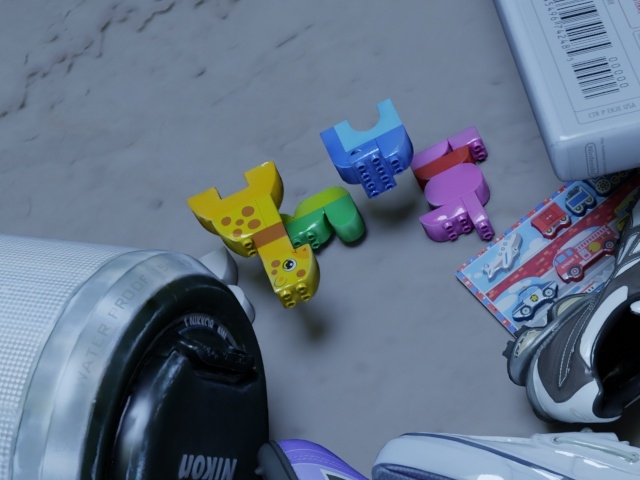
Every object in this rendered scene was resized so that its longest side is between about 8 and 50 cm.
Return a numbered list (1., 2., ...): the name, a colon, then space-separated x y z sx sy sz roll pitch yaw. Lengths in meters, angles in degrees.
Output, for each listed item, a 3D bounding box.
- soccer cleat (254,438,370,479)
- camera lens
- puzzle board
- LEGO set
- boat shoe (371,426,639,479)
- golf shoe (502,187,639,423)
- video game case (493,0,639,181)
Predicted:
1. soccer cleat: 0.084 0.203 0.868 0.116 0.109 0.318 -35 56 -11
2. camera lens: -0.181 0.105 0.952 0.274 0.219 0.219 6 60 24
3. puzzle board: 0.155 0.009 1.023 0.128 0.011 0.096 -38 53 -6
4. LEGO set: 0.000 0.000 1.039 0.227 0.087 0.093 -26 52 4
5. boat shoe: 0.141 0.138 0.912 0.226 0.083 0.076 18 51 19
6. golf shoe: 0.191 0.025 0.941 0.198 0.077 0.094 -50 20 -6
7. video game case: 0.242 -0.181 1.005 0.300 0.036 0.329 -13 43 2
